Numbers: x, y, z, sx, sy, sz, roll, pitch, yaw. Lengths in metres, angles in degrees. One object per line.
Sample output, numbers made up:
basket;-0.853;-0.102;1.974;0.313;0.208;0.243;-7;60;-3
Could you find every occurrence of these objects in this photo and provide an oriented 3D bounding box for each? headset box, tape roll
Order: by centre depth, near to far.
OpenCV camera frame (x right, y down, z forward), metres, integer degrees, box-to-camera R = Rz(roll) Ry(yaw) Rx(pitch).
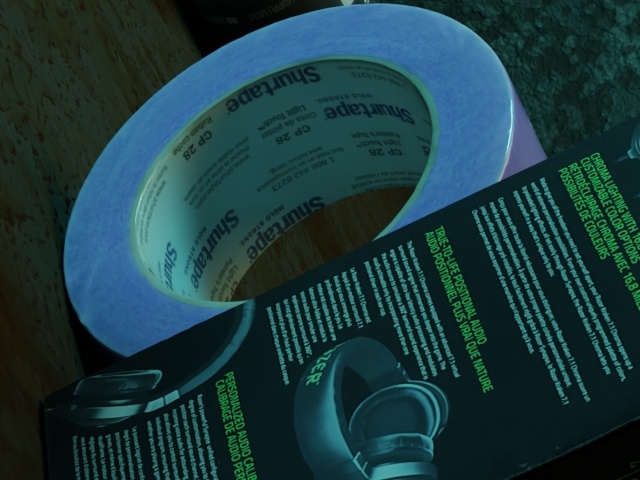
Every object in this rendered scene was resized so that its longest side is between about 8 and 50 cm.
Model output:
headset box;0.090;0.109;0.660;0.246;0.283;0.131;58;9;-38
tape roll;0.000;0.000;0.762;0.080;0.189;0.189;57;10;-41

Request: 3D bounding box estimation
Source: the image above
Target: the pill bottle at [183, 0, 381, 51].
pill bottle;-0.010;-0.153;1.491;0.246;0.130;0.130;57;10;-45
